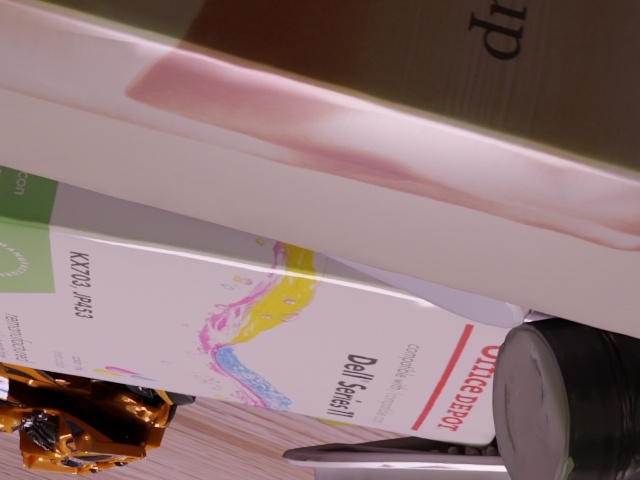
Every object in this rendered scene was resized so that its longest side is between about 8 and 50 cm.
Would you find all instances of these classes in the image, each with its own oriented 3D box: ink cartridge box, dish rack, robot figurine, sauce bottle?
[{"bbox_3d":[0.000,0.000,0.803,0.353,0.119,0.207,10,158,-1],"label":"ink cartridge box"},{"bbox_3d":[0.167,0.145,0.999,0.285,0.072,0.333,-3,177,29],"label":"dish rack"},{"bbox_3d":[-0.229,0.087,1.177,0.291,0.085,0.211,22,157,-25],"label":"robot figurine"},{"bbox_3d":[0.238,0.055,0.714,0.344,0.111,0.111,-2,162,-16],"label":"sauce bottle"}]

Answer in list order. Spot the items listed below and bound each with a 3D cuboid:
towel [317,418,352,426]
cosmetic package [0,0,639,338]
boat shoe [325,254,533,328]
[{"bbox_3d":[-0.016,0.074,1.129,0.102,0.021,0.237,-4,154,31],"label":"towel"},{"bbox_3d":[0.025,-0.081,0.554,0.296,0.153,0.129,14,159,-11],"label":"cosmetic package"},{"bbox_3d":[-0.035,-0.080,0.659,0.301,0.102,0.108,27,164,2],"label":"boat shoe"}]
